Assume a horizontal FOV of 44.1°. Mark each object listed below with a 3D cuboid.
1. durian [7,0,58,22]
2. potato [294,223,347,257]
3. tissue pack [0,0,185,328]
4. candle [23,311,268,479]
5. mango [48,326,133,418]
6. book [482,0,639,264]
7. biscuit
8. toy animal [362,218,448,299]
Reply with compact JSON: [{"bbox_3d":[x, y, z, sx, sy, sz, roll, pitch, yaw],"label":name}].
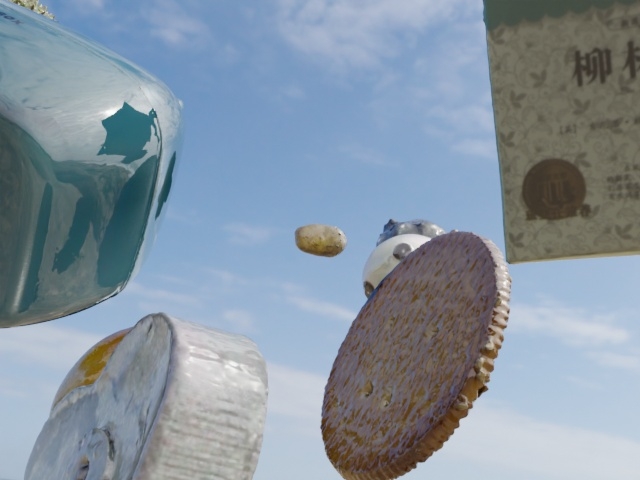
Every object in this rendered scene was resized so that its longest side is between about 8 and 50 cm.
[{"bbox_3d":[-0.507,-0.298,1.245,0.176,0.200,0.237,21,23,19],"label":"durian"},{"bbox_3d":[0.000,0.000,1.227,0.083,0.051,0.040,9,-22,-1],"label":"potato"},{"bbox_3d":[-0.245,-0.075,0.584,0.287,0.198,0.206,25,24,17],"label":"tissue pack"},{"bbox_3d":[-0.102,0.139,0.427,0.068,0.168,0.192,24,-53,-31],"label":"candle"},{"bbox_3d":[-0.281,0.246,1.091,0.193,0.146,0.316,28,-70,-38],"label":"mango"},{"bbox_3d":[0.252,-0.176,0.585,0.264,0.379,0.031,-5,5,24],"label":"book"},{"bbox_3d":[0.099,0.123,0.858,0.038,0.305,0.305,33,-27,-18],"label":"biscuit"},{"bbox_3d":[0.213,0.068,1.813,0.213,0.212,0.267,2,24,15],"label":"toy animal"}]
